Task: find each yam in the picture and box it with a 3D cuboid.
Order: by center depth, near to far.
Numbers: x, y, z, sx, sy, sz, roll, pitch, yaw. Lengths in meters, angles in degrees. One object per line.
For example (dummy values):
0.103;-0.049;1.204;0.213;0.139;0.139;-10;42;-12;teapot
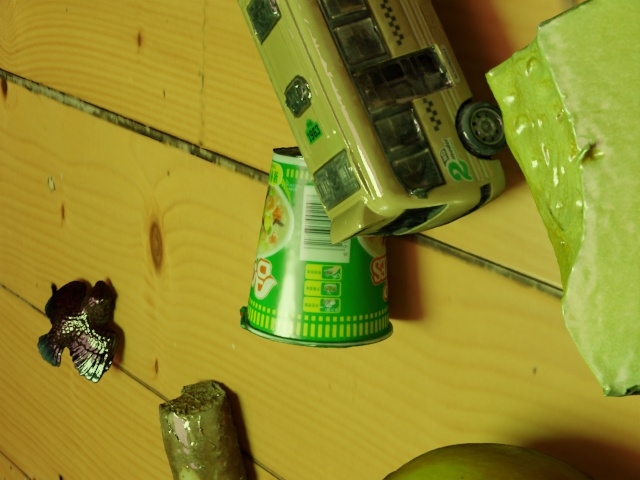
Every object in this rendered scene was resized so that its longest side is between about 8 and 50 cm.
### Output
-0.190;0.365;1.575;0.128;0.129;0.238;-152;51;-80;yam

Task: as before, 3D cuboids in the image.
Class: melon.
0.273;-0.042;0.867;0.331;0.226;0.343;-22;86;60;melon

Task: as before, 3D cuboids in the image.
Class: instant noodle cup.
0.000;0.000;1.216;0.207;0.207;0.233;15;106;43;instant noodle cup

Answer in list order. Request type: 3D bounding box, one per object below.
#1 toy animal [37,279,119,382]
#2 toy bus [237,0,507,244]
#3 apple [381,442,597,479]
-0.461;0.158;1.792;0.218;0.116;0.179;55;136;28;toy animal
0.051;-0.179;1.062;0.365;0.202;0.177;67;156;5;toy bus
0.183;0.416;1.026;0.374;0.374;0.384;16;97;42;apple
